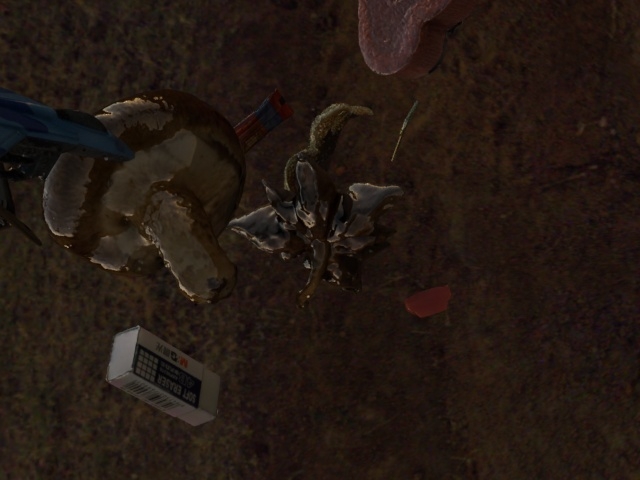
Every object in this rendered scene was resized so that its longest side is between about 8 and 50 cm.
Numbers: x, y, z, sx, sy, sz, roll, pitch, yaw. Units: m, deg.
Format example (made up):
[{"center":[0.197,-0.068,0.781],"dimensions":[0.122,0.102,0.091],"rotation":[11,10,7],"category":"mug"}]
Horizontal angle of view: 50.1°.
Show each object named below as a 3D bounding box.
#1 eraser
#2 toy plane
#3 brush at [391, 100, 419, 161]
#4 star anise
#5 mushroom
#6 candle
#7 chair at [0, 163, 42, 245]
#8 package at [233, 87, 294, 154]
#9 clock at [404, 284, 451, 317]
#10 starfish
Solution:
[{"center":[-0.358,0.320,1.590],"dimensions":[0.086,0.287,0.130],"rotation":[-24,44,24],"category":"eraser"},{"center":[-0.227,-0.081,0.476],"dimensions":[0.078,0.246,0.169],"rotation":[-46,64,9],"category":"toy plane"},{"center":[0.218,-0.279,1.830],"dimensions":[0.011,0.083,0.205],"rotation":[27,147,7],"category":"brush"},{"center":[-0.001,-0.002,1.157],"dimensions":[0.292,0.109,0.349],"rotation":[40,130,-19],"category":"star anise"},{"center":[-0.196,-0.067,0.893],"dimensions":[0.254,0.267,0.267],"rotation":[11,98,19],"category":"mushroom"},{"center":[0.186,-0.533,1.491],"dimensions":[0.317,0.131,0.287],"rotation":[-51,57,35],"category":"candle"},{"center":[-0.547,-0.065,1.022],"dimensions":[0.272,0.188,0.166],"rotation":[137,113,-77],"category":"chair"},{"center":[-0.151,-0.248,1.532],"dimensions":[0.200,0.083,0.022],"rotation":[-42,50,-3],"category":"package"},{"center":[0.271,0.157,1.719],"dimensions":[0.113,0.155,0.061],"rotation":[-19,82,4],"category":"clock"},{"center":[0.008,-0.182,1.324],"dimensions":[0.071,0.216,0.238],"rotation":[37,151,8],"category":"starfish"}]
